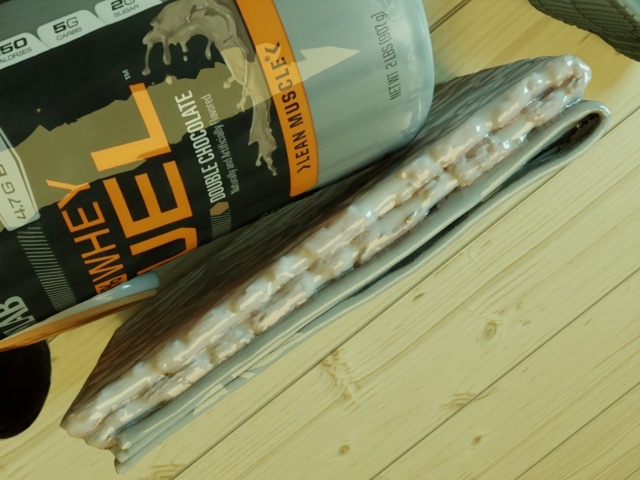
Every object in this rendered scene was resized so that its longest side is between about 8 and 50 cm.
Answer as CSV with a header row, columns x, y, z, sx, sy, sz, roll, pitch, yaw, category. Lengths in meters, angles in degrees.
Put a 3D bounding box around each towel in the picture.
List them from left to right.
x,y,z,sx,sy,sz,roll,pitch,yaw,category
0.000,0.000,0.668,0.332,0.317,0.053,-36,98,0,towel

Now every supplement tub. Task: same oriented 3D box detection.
x,y,z,sx,sy,sz,roll,pitch,yaw,category
-0.132,-0.077,0.527,0.338,0.207,0.207,-26,140,-12,supplement tub

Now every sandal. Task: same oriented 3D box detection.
x,y,z,sx,sy,sz,roll,pitch,yaw,category
-0.202,0.087,0.646,0.265,0.076,0.102,-20,175,32,sandal

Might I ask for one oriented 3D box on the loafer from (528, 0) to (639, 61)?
x,y,z,sx,sy,sz,roll,pitch,yaw,category
0.233,-0.197,0.783,0.251,0.094,0.087,11,98,-53,loafer
